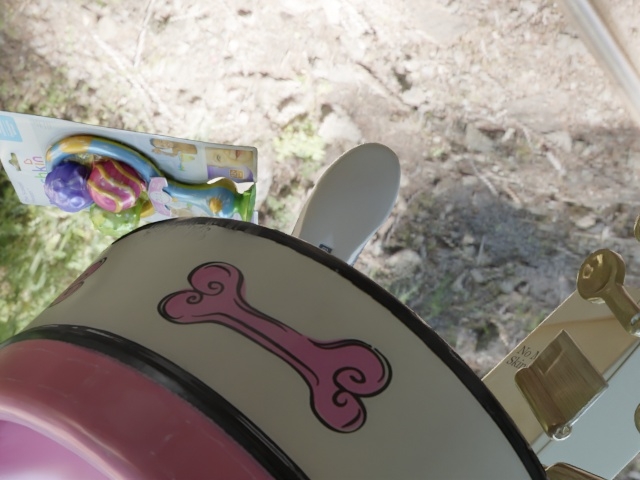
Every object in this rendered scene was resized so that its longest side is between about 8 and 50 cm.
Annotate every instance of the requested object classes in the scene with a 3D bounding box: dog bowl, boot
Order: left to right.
[{"bbox_3d":[-0.067,0.200,0.448,0.408,0.150,0.407,18,122,31],"label":"dog bowl"},{"bbox_3d":[0.000,0.000,0.675,0.069,0.190,0.086,33,177,-9],"label":"boot"}]

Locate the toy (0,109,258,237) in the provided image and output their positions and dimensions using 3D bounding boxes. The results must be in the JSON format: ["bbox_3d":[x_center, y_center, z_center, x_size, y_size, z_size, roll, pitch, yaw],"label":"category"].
[{"bbox_3d":[-0.176,-0.041,0.694,0.237,0.056,0.137,6,145,0],"label":"toy"}]

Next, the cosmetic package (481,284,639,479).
[{"bbox_3d":[0.276,0.192,0.883,0.113,0.309,0.160,51,169,-17],"label":"cosmetic package"}]

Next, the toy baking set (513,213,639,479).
[{"bbox_3d":[0.185,0.068,0.401,0.030,0.196,0.256,22,177,-20],"label":"toy baking set"}]
